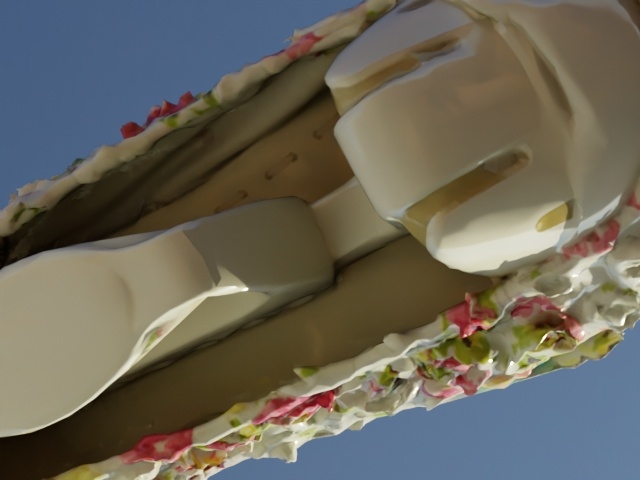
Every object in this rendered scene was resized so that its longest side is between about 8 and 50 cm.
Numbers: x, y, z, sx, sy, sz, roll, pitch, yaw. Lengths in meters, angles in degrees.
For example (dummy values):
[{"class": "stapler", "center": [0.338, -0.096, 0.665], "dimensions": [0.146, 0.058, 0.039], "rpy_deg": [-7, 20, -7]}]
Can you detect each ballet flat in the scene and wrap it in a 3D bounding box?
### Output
[{"class": "ballet flat", "center": [0.000, 0.000, 0.372], "dimensions": [0.241, 0.077, 0.091], "rpy_deg": [-31, -100, 12]}]
